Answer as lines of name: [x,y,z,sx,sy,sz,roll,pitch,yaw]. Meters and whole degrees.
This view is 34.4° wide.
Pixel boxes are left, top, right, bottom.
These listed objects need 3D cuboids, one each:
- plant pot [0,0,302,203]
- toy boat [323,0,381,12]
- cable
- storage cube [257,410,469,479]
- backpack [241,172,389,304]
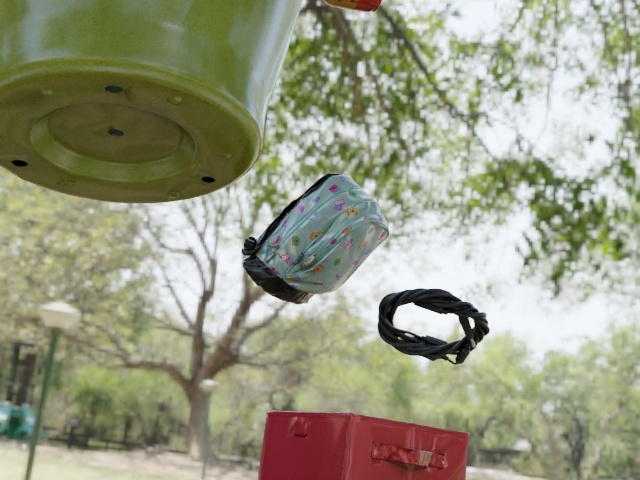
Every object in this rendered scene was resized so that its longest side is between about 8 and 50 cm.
plant pot: [-0.161,-0.233,0.893,0.367,0.352,0.366,0,-23,0]
toy boat: [0.038,-0.467,1.377,0.148,0.318,0.267,12,1,-22]
cable: [0.180,0.137,1.678,0.185,0.047,0.150,28,-45,-14]
storage cube: [0.043,0.311,1.235,0.184,0.193,0.215,16,-15,-32]
backpack: [0.000,0.000,1.377,0.115,0.182,0.152,48,11,18]
